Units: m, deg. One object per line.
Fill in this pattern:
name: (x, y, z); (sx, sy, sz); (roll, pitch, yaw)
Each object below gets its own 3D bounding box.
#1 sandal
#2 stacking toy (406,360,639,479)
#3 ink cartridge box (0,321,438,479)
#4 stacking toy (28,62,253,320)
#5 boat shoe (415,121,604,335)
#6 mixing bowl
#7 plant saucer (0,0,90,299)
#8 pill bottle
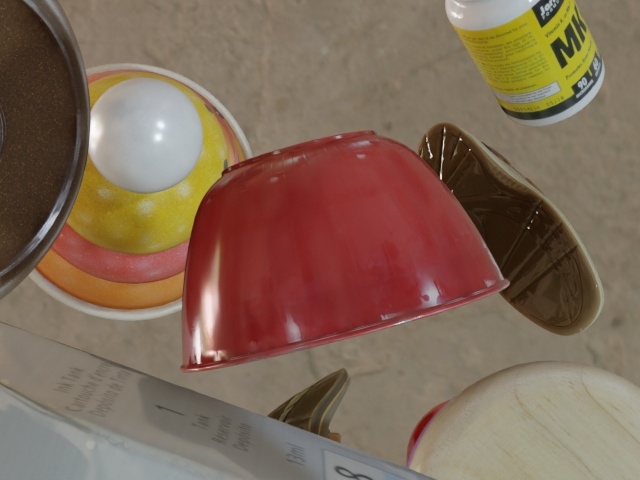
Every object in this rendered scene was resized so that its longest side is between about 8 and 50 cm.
sandal: (-0.011, 0.153, 0.744); (0.072, 0.180, 0.049); (-29, 105, 18)
stacking toy: (0.103, 0.140, 0.614); (0.141, 0.330, 0.141); (0, 84, -2)
ink cartridge box: (-0.169, 0.180, 0.377); (0.385, 0.091, 0.308); (20, 98, -4)
stacking toy: (-0.211, -0.079, 1.203); (0.351, 0.480, 0.350); (1, 86, -13)
boat shoe: (0.254, -0.018, 1.302); (0.123, 0.123, 0.342); (-55, 51, 22)
mixing bowl: (0.000, 0.000, 0.551); (0.181, 0.181, 0.098); (-16, 89, 16)
plant saucer: (-0.267, -0.075, 0.713); (0.050, 0.310, 0.310); (13, 82, 33)
pill bottle: (0.199, -0.225, 1.041); (0.119, 0.208, 0.119); (-22, 43, 22)
